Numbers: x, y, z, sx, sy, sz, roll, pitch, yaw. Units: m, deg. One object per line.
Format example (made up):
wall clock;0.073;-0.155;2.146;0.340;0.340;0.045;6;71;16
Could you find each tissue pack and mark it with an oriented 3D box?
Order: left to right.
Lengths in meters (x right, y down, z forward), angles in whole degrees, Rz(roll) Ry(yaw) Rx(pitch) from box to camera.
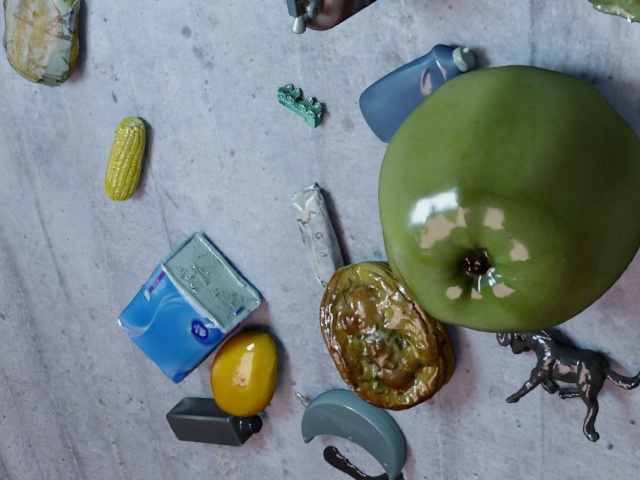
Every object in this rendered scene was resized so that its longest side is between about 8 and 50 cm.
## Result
tissue pack;-0.271;0.141;1.885;0.198;0.146;0.263;46;136;1

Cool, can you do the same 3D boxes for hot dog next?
hot dog;-0.516;-0.417;1.740;0.162;0.082;0.271;26;125;10
hot dog;0.114;0.164;1.607;0.196;0.122;0.272;-26;103;10

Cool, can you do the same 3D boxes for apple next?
apple;0.246;-0.046;1.224;0.357;0.357;0.357;20;129;26

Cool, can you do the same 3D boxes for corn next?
corn;-0.382;-0.155;1.823;0.067;0.067;0.206;35;135;13

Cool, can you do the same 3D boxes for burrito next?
burrito;-0.001;0.000;1.642;0.064;0.064;0.203;1;118;37

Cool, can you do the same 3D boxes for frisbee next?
frisbee;0.106;0.502;1.938;0.187;0.012;0.211;-30;97;45

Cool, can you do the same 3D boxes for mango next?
mango;-0.151;0.267;1.913;0.144;0.112;0.219;33;122;16

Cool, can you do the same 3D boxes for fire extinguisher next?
fire extinguisher;0.028;-0.347;1.226;0.104;0.269;0.105;20;129;27

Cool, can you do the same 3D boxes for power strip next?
power strip;0.054;0.371;1.860;0.253;0.054;0.168;20;127;26

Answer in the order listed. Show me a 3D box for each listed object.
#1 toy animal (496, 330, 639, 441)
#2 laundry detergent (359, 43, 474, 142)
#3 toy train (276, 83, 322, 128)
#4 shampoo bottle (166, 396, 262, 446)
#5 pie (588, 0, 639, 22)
toy animal;0.381;0.209;1.473;0.232;0.084;0.148;22;129;30
laundry detergent;0.150;-0.223;1.369;0.206;0.061;0.097;-30;93;45
toy train;-0.034;-0.223;1.536;0.092;0.029;0.045;34;150;20
shampoo bottle;-0.231;0.403;2.082;0.246;0.080;0.079;-5;116;39
pie;0.375;-0.421;0.979;0.395;0.180;0.418;-22;111;43
